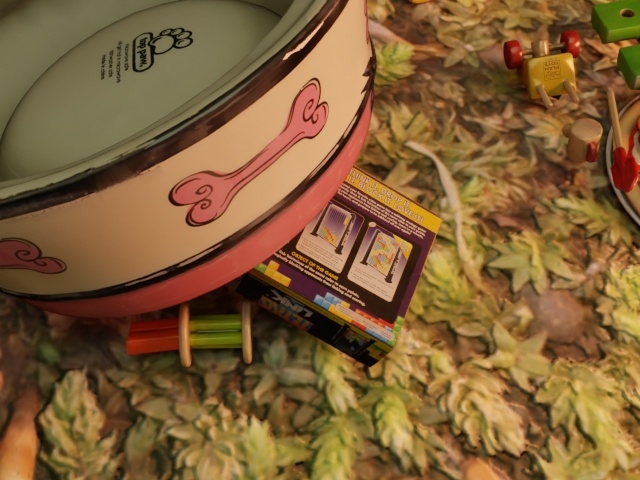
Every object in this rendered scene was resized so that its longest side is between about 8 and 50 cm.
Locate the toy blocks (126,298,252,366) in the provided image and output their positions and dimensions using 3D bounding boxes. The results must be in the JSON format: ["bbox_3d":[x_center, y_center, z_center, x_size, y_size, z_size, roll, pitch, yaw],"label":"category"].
[{"bbox_3d":[-0.131,0.045,0.703,0.148,0.054,0.123,-1,62,-2],"label":"toy blocks"}]

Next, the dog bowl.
[{"bbox_3d":[-0.140,-0.115,0.659,0.407,0.150,0.408,-14,42,13],"label":"dog bowl"}]

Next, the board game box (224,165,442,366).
[{"bbox_3d":[0.000,0.000,0.696,0.170,0.048,0.141,31,53,-6],"label":"board game box"}]

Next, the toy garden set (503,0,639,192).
[{"bbox_3d":[0.293,-0.123,0.776,0.203,0.049,0.244,-10,51,-1],"label":"toy garden set"}]

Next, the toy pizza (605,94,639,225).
[{"bbox_3d":[0.366,-0.070,0.786,0.201,0.032,0.201,1,63,-1],"label":"toy pizza"}]

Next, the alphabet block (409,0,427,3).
[{"bbox_3d":[0.144,-0.394,0.862,0.193,0.192,0.197,-20,64,-9],"label":"alphabet block"}]
